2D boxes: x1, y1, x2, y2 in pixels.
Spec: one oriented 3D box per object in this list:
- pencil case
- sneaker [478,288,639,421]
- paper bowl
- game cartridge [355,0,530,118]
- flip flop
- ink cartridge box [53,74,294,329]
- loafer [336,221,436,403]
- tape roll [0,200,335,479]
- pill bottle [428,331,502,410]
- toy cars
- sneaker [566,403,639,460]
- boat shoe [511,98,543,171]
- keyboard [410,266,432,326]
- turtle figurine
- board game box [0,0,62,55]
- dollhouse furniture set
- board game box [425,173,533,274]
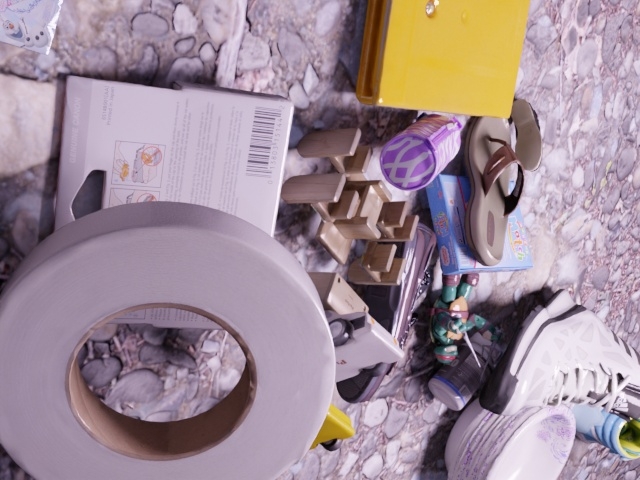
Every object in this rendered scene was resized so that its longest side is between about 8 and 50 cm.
[{"bbox_3d":[0.150,-0.130,1.217,0.086,0.088,0.206,59,26,-7],"label":"pencil case"},{"bbox_3d":[0.474,0.241,1.542,0.447,0.258,0.169,-25,143,-55],"label":"sneaker"},{"bbox_3d":[0.356,0.411,1.665,0.284,0.148,0.284,-24,128,-34],"label":"paper bowl"},{"bbox_3d":[0.194,-0.329,1.244,0.324,0.053,0.285,-3,105,-45],"label":"game cartridge"},{"bbox_3d":[0.288,-0.091,1.369,0.112,0.080,0.277,31,56,-36],"label":"flip flop"},{"bbox_3d":[-0.183,-0.041,1.016,0.261,0.066,0.296,4,106,-20],"label":"ink cartridge box"},{"bbox_3d":[0.112,0.113,1.324,0.095,0.109,0.302,14,93,-38],"label":"loafer"},{"bbox_3d":[-0.177,0.145,0.959,0.392,0.072,0.391,-3,114,-7],"label":"tape roll"},{"bbox_3d":[0.268,0.238,1.562,0.137,0.078,0.078,-45,133,-20],"label":"pill bottle"},{"bbox_3d":[-0.020,0.196,1.165,0.177,0.087,0.393,10,139,-12],"label":"toy cars"},{"bbox_3d":[0.694,0.444,1.967,0.319,0.208,0.127,24,90,-47],"label":"sneaker"},{"bbox_3d":[0.355,-0.175,1.442,0.042,0.049,0.133,28,51,-53],"label":"boat shoe"},{"bbox_3d":[0.129,0.122,1.406,0.192,0.038,0.100,-47,134,-17],"label":"keyboard"},{"bbox_3d":[0.239,0.129,1.457,0.175,0.118,0.234,1,94,-60],"label":"turtle figurine"},{"bbox_3d":[-0.303,-0.240,0.842,0.090,0.020,0.090,10,101,-46],"label":"board game box"},{"bbox_3d":[0.000,0.000,1.189,0.212,0.161,0.242,49,51,-44],"label":"dollhouse furniture set"},{"bbox_3d":[0.268,-0.026,1.415,0.212,0.039,0.160,0,75,-43],"label":"board game box"}]
